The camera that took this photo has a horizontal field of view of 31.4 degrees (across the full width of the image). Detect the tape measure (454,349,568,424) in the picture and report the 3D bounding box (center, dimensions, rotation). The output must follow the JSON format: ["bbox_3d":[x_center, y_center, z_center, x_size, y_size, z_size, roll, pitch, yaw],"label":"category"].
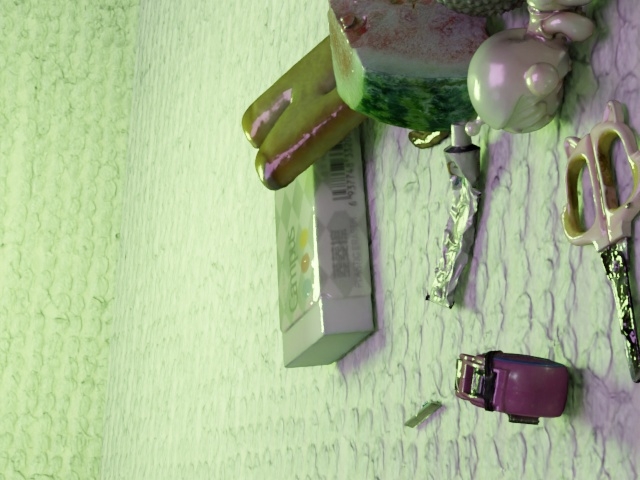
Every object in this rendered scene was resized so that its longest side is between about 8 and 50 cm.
[{"bbox_3d":[0.222,0.167,1.312,0.125,0.118,0.074,-157,74,-84],"label":"tape measure"}]

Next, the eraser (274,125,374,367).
[{"bbox_3d":[0.001,0.000,1.923,0.213,0.082,0.397,134,138,-54],"label":"eraser"}]

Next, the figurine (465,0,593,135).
[{"bbox_3d":[0.249,-0.228,1.355,0.182,0.144,0.257,-126,46,-55],"label":"figurine"}]

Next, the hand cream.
[{"bbox_3d":[0.183,-0.035,1.559,0.084,0.050,0.257,-155,68,-68],"label":"hand cream"}]

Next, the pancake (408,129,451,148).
[{"bbox_3d":[0.171,-0.236,1.687,0.184,0.020,0.191,132,139,-54],"label":"pancake"}]

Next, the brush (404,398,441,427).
[{"bbox_3d":[0.142,0.242,1.598,0.084,0.016,0.013,127,156,-48],"label":"brush"}]

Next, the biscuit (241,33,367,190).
[{"bbox_3d":[-0.008,-0.232,1.904,0.290,0.062,0.237,-37,38,15],"label":"biscuit"}]

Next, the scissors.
[{"bbox_3d":[0.321,0.003,1.251,0.160,0.024,0.318,135,138,-54],"label":"scissors"}]

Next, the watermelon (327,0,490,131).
[{"bbox_3d":[0.129,-0.261,1.612,0.310,0.193,0.232,-144,39,-76],"label":"watermelon"}]

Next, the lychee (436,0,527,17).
[{"bbox_3d":[0.203,-0.371,1.472,0.197,0.165,0.165,21,104,34],"label":"lychee"}]
